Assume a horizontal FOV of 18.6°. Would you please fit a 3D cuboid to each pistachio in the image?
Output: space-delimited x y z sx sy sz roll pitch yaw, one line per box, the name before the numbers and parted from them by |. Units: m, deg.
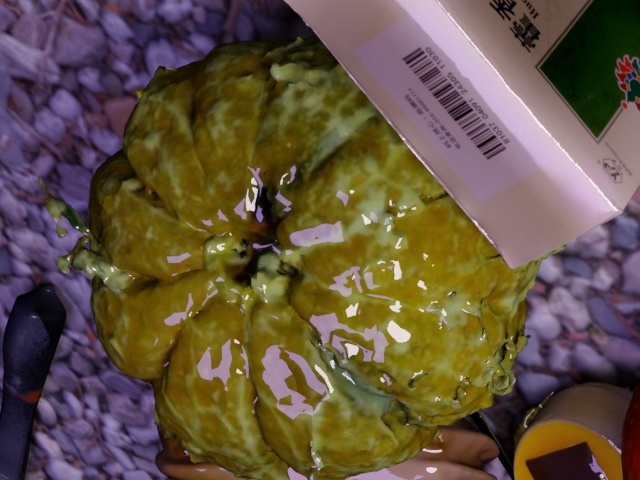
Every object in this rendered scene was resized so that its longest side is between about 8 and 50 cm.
pistachio | 0.015 0.162 1.430 0.260 0.212 0.163 4 86 26

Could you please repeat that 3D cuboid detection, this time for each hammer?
hammer | -0.256 0.146 1.684 0.137 0.037 0.290 31 136 10

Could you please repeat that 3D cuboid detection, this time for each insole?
insole | 0.124 0.144 1.422 0.188 0.004 0.064 57 177 -21

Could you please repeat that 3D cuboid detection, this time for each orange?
orange | 0.000 0.000 1.252 0.301 0.223 0.300 -40 84 22

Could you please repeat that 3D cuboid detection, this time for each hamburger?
hamburger | 0.194 0.159 1.355 0.126 0.081 0.141 49 134 7

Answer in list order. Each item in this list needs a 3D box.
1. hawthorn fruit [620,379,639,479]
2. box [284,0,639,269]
hawthorn fruit | 0.280 0.142 1.155 0.230 0.266 0.210 -11 109 38
box | 0.106 -0.119 1.125 0.212 0.168 0.095 49 138 -10
